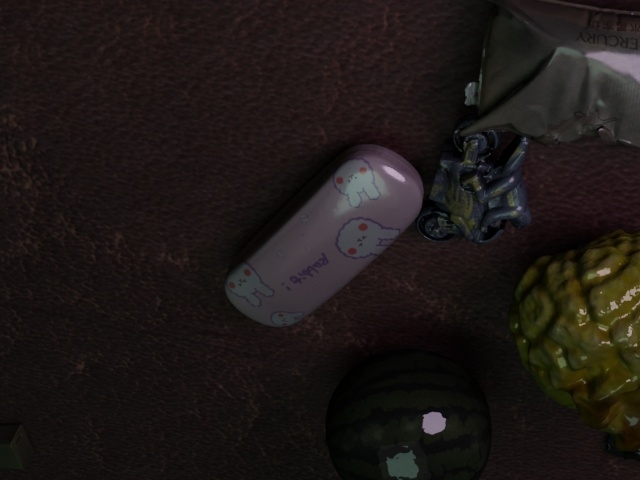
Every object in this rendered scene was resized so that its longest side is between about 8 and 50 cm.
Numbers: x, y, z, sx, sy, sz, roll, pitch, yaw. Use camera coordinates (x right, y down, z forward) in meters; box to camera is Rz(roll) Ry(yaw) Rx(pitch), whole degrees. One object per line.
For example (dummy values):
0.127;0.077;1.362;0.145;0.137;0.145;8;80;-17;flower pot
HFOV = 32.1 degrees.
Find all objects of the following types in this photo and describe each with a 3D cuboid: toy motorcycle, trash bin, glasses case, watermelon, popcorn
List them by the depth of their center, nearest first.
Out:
0.185;-0.056;1.252;0.124;0.061;0.193;20;134;1;toy motorcycle
0.334;0.117;1.255;0.237;0.206;0.251;-26;87;62;popcorn
0.000;0.000;1.316;0.113;0.075;0.297;34;125;-18;glasses case
0.109;0.240;1.400;0.212;0.212;0.212;4;128;6;watermelon
-0.482;0.305;1.648;0.092;0.043;0.061;-1;127;14;trash bin

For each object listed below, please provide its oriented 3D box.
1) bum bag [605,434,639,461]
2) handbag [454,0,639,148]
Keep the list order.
0.479;0.284;1.474;0.198;0.049;0.087;14;133;-3;bum bag
0.277;-0.159;1.127;0.270;0.117;0.182;7;114;3;handbag
